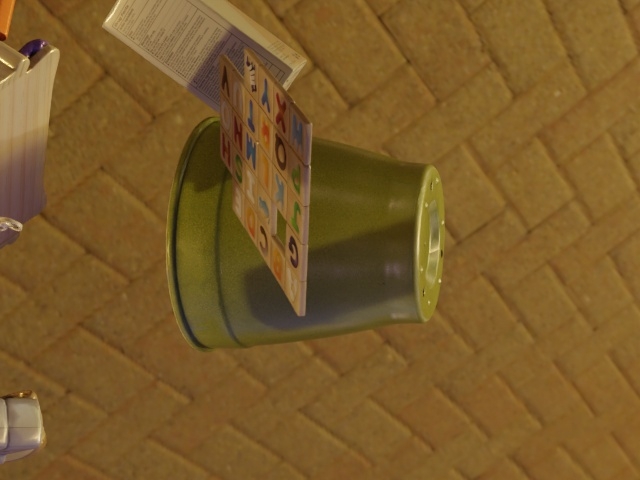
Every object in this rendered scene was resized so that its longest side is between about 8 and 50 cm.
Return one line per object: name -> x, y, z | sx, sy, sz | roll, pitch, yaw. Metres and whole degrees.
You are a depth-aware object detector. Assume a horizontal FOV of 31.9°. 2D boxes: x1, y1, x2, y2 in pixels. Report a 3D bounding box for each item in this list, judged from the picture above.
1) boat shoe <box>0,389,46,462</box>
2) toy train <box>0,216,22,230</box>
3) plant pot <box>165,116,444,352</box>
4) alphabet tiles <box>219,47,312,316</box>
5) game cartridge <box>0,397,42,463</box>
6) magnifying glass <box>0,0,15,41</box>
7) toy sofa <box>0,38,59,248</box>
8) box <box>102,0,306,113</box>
boat shoe -> -0.630, 0.320, 1.834 | 0.341, 0.121, 0.110 | -11, 108, -17
toy train -> -0.433, -0.036, 1.285 | 0.166, 0.125, 0.046 | 38, 65, -42
plant pot -> 0.000, 0.000, 1.696 | 0.352, 0.367, 0.366 | 3, 145, 15
alphabet tiles -> -0.057, -0.075, 1.050 | 0.009, 0.237, 0.198 | -11, 126, -19
game cartridge -> -0.452, 0.195, 1.020 | 0.355, 0.068, 0.230 | -18, 166, 39
magnifying glass -> -0.419, -0.368, 1.517 | 0.026, 0.231, 0.092 | -23, 142, 39
toy sofa -> -0.484, -0.141, 1.544 | 0.177, 0.150, 0.363 | -49, 166, -41
box -> -0.195, -0.335, 1.897 | 0.148, 0.311, 0.121 | -51, -178, 21
